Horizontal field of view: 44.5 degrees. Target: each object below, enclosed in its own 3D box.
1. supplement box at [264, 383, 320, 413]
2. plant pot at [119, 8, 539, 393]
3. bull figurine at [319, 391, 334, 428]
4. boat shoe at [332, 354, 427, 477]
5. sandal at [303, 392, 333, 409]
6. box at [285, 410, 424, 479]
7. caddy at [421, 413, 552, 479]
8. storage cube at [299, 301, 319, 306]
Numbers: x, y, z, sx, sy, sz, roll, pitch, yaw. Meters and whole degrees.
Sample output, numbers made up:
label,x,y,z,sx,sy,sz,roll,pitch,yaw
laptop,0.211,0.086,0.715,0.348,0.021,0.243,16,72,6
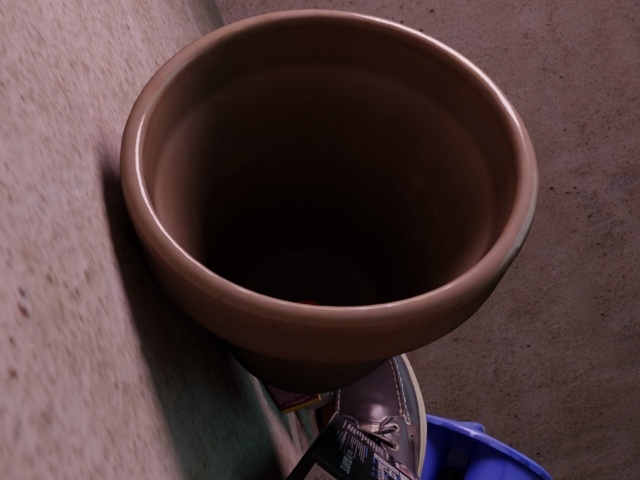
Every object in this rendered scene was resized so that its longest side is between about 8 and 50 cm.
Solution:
label,x,y,z,sx,sy,sz,roll,pitch,yaw
supplement box,-0.036,0.123,0.772,0.055,0.043,0.083,-107,175,-47
plant pot,0.000,0.000,0.580,0.229,0.263,0.263,97,-23,-57
bull figurine,0.056,0.199,1.054,0.101,0.188,0.310,23,3,-11
boat shoe,0.060,0.235,0.835,0.092,0.103,0.285,45,43,-71
sandal,-0.009,0.077,1.048,0.416,0.102,0.169,-104,172,-62
box,0.102,0.264,0.630,0.293,0.073,0.295,37,-3,7
caddy,0.198,0.348,1.107,0.179,0.241,0.341,-62,155,-22
storage cube,-0.015,-0.037,0.869,0.184,0.193,0.215,-108,175,-60
